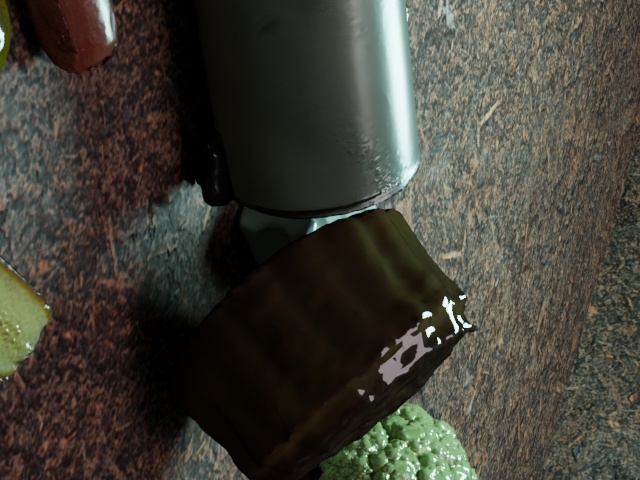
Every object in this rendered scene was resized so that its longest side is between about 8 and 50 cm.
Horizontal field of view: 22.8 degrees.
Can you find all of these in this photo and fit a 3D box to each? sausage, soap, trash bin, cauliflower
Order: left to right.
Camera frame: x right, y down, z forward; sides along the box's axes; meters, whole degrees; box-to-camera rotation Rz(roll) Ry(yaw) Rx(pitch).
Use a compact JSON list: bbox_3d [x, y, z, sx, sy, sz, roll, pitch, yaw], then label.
[{"bbox_3d":[-0.215,-0.206,1.361,0.076,0.076,0.141,-59,150,-44],"label":"sausage"},{"bbox_3d":[-0.012,-0.187,1.653,0.217,0.277,0.263,-124,-158,-57],"label":"trash bin"},{"bbox_3d":[0.000,0.000,1.953,0.289,0.095,0.173,67,37,-54],"label":"soap"},{"bbox_3d":[0.092,0.356,2.242,0.250,0.275,0.272,-48,-162,12],"label":"cauliflower"}]

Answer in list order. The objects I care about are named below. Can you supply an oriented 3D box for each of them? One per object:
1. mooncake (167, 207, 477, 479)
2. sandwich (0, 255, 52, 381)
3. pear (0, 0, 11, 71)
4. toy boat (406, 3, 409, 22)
[{"bbox_3d":[0.005,0.120,1.709,0.324,0.187,0.324,-38,169,-9],"label":"mooncake"},{"bbox_3d":[-0.299,0.033,1.237,0.090,0.088,0.244,-64,158,-17],"label":"sandwich"},{"bbox_3d":[-0.284,-0.160,1.170,0.141,0.104,0.141,8,90,-73],"label":"pear"},{"bbox_3d":[0.028,-0.272,1.881,0.310,0.115,0.089,1,98,-68],"label":"toy boat"}]
